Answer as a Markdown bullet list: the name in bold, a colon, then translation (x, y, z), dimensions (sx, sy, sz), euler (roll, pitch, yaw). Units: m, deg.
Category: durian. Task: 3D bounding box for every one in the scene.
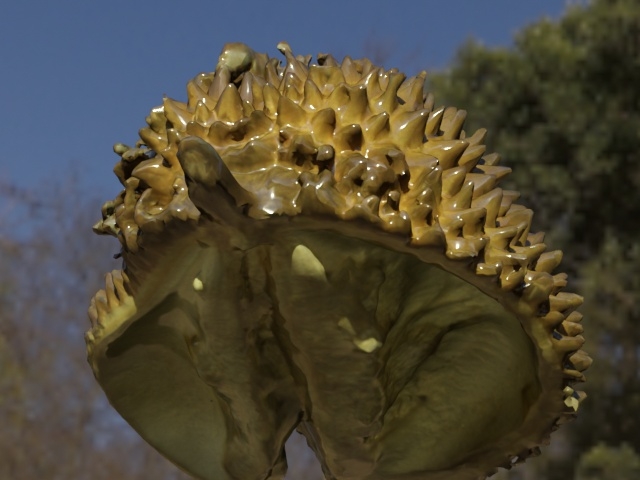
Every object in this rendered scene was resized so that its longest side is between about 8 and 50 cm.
- **durian**: translation (-0.002, -0.001, 0.400), dimensions (0.110, 0.071, 0.140), euler (-7, -32, 13)
